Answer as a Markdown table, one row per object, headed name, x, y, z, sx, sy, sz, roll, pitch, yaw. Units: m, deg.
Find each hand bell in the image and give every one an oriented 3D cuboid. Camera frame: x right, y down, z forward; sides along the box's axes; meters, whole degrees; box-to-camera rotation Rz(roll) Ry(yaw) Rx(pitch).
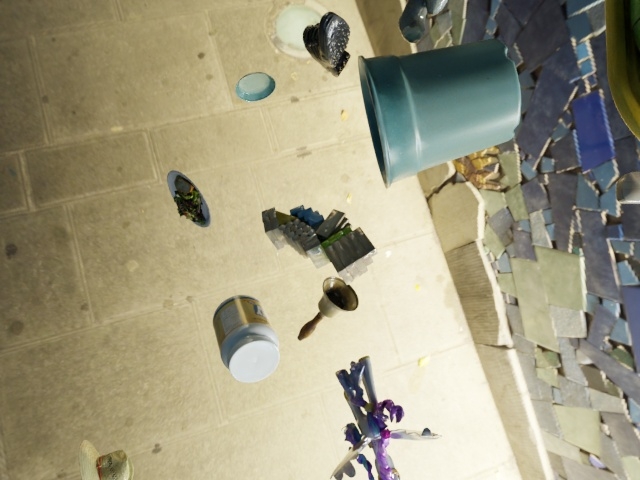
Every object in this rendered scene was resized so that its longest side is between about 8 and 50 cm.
| name | x | y | z | sx | sy | sz | roll | pitch | yaw |
| --- | --- | --- | --- | --- | --- | --- | --- | --- | --- |
| hand bell | -0.001 | 0.234 | 1.279 | 0.126 | 0.242 | 0.126 | 25 | 34 | -18 |

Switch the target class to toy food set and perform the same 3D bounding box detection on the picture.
| name | x | y | z | sx | sy | sz | roll | pitch | yaw |
| --- | --- | --- | --- | --- | --- | --- | --- | --- | --- |
| toy food set | 0.286 | -0.133 | 0.304 | 0.128 | 0.071 | 0.218 | 7 | 79 | -15 |

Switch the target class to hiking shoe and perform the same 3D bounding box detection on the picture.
| name | x | y | z | sx | sy | sz | roll | pitch | yaw |
| --- | --- | --- | --- | --- | --- | --- | --- | --- | --- |
| hiking shoe | 0.002 | -0.447 | 0.949 | 0.114 | 0.227 | 0.086 | 31 | 91 | 5 |

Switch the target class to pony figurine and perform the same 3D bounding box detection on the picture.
| name | x | y | z | sx | sy | sz | roll | pitch | yaw |
| --- | --- | --- | --- | --- | --- | --- | --- | --- | --- |
| pony figurine | 0.154 | 0.532 | 1.200 | 0.302 | 0.351 | 0.364 | -17 | 60 | -3 |

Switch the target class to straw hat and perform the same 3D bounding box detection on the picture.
| name | x | y | z | sx | sy | sz | roll | pitch | yaw |
| --- | --- | --- | --- | --- | --- | --- | --- | --- | --- |
| straw hat | -0.362 | 0.406 | 0.733 | 0.061 | 0.144 | 0.145 | -20 | 83 | -19 |

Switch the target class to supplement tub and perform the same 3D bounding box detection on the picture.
| name | x | y | z | sx | sy | sz | roll | pitch | yaw |
| --- | --- | --- | --- | --- | --- | --- | --- | --- | --- |
| supplement tub | -0.188 | 0.244 | 1.064 | 0.144 | 0.200 | 0.145 | -10 | 118 | -19 |

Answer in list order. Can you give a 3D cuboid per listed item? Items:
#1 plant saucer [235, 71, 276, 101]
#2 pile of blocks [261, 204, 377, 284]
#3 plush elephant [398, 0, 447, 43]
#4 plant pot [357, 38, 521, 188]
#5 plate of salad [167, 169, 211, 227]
| name | x | y | z | sx | sy | sz | roll | pitch | yaw |
| --- | --- | --- | --- | --- | --- | --- | --- | --- | --- |
| plant saucer | -0.188 | -0.447 | 1.208 | 0.119 | 0.119 | 0.021 | -13 | 73 | -12 |
| pile of blocks | 0.000 | 0.000 | 1.094 | 0.362 | 0.113 | 0.149 | 27 | 68 | 36 |
| plush elephant | 0.183 | -0.624 | 0.899 | 0.272 | 0.330 | 0.255 | 44 | 33 | -1 |
| plant pot | 0.293 | -0.338 | 1.071 | 0.333 | 0.341 | 0.341 | -14 | 82 | 7 |
| plate of salad | -0.406 | -0.118 | 1.272 | 0.200 | 0.200 | 0.048 | 47 | 56 | 1 |
